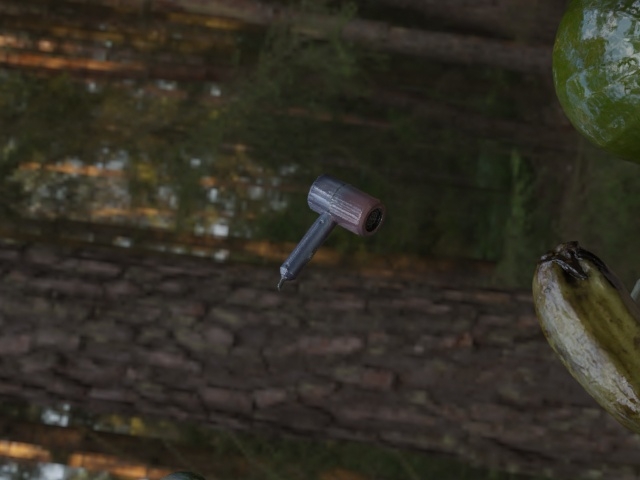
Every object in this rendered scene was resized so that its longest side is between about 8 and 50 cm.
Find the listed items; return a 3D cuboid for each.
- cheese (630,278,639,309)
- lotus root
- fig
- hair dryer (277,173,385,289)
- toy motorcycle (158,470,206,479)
[{"bbox_3d":[0.454,0.207,1.590,0.400,0.034,0.085,53,-131,-33],"label":"cheese"},{"bbox_3d":[0.312,0.114,1.401,0.097,0.110,0.258,95,153,-51],"label":"lotus root"},{"bbox_3d":[0.463,-0.245,1.720,0.316,0.316,0.316,7,-90,-88],"label":"fig"},{"bbox_3d":[0.000,0.000,1.112,0.114,0.063,0.037,-52,-34,-12],"label":"hair dryer"},{"bbox_3d":[-0.130,0.273,1.040,0.229,0.094,0.130,126,154,-44],"label":"toy motorcycle"}]
